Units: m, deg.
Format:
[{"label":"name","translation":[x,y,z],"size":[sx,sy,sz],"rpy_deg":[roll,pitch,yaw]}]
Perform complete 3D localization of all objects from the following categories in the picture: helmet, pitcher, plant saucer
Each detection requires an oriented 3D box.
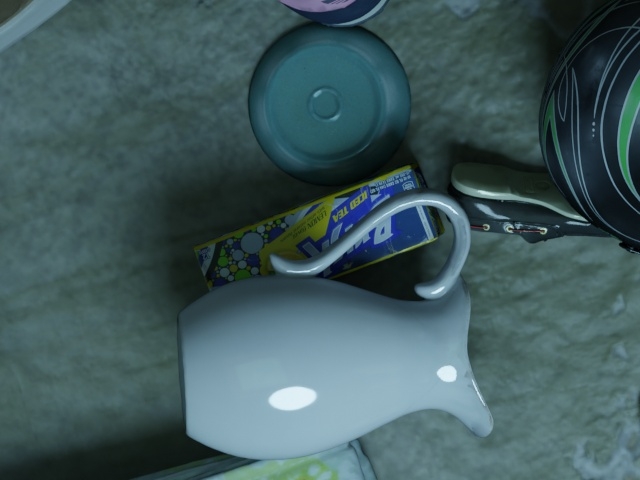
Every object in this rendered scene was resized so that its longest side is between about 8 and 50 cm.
[{"label":"helmet","translation":[0.226,-0.084,1.302],"size":[0.169,0.169,0.161],"rpy_deg":[-44,104,10]},{"label":"pitcher","translation":[0.006,0.057,1.332],"size":[0.207,0.125,0.177],"rpy_deg":[-5,96,-7]},{"label":"plant saucer","translation":[0.005,-0.098,1.405],"size":[0.119,0.021,0.119],"rpy_deg":[1,95,9]}]

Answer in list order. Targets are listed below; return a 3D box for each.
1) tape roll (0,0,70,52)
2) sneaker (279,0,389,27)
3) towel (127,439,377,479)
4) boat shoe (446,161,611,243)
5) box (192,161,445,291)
[{"label":"tape roll","translation":[-0.282,-0.209,1.328],"size":[0.246,0.246,0.169],"rpy_deg":[-33,90,10]},{"label":"sneaker","translation":[-0.075,-0.275,1.346],"size":[0.319,0.131,0.112],"rpy_deg":[40,99,5]},{"label":"towel","translation":[-0.076,0.343,1.413],"size":[0.321,0.090,0.374],"rpy_deg":[-16,89,10]},{"label":"boat shoe","translation":[0.154,-0.022,1.380],"size":[0.133,0.049,0.042],"rpy_deg":[9,124,1]},{"label":"box","translation":[0.000,0.000,1.398],"size":[0.169,0.054,0.059],"rpy_deg":[-21,92,10]}]
